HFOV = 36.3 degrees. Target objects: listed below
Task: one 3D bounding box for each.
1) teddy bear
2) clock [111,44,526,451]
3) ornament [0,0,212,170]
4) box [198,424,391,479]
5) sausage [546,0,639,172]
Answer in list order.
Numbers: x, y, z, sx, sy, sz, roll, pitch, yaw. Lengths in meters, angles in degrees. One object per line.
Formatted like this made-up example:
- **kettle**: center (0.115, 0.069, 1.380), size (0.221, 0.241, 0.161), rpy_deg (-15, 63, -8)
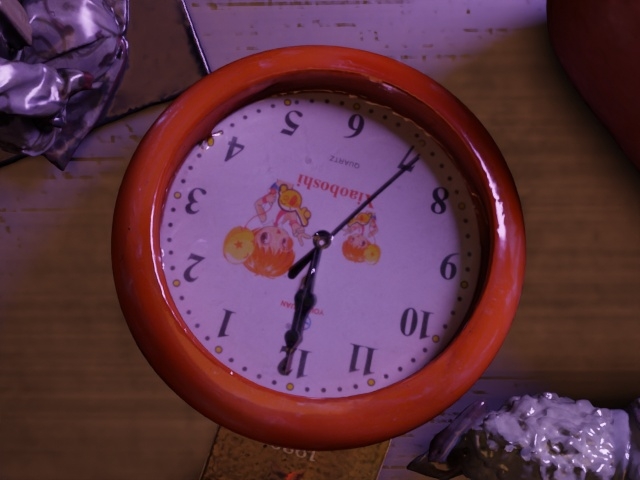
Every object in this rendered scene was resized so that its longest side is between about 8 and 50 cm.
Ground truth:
- **teddy bear**: center (0.159, 0.116, 0.463), size (0.213, 0.133, 0.111), rpy_deg (29, 85, 14)
- **clock**: center (0.000, 0.000, 0.484), size (0.205, 0.051, 0.205), rpy_deg (1, 76, -3)
- **ornament**: center (-0.154, -0.115, 0.431), size (0.153, 0.196, 0.166), rpy_deg (-22, 92, 4)
- **box**: center (-0.005, 0.093, 0.518), size (0.090, 0.023, 0.133), rpy_deg (19, 93, 3)
- **sausage**: center (0.207, -0.049, 0.458), size (0.113, 0.113, 0.259), rpy_deg (-39, 91, 3)
